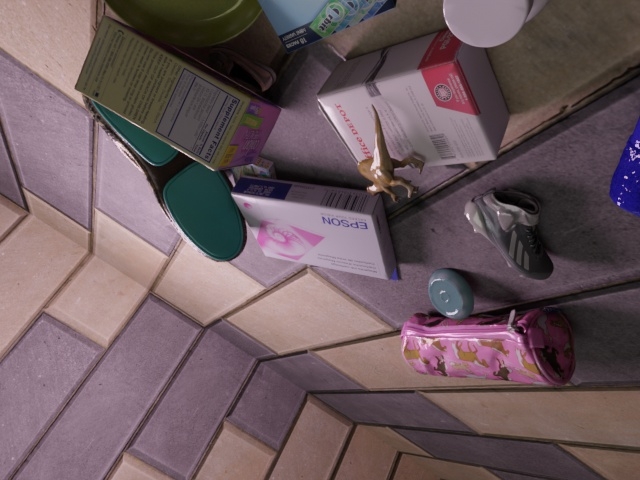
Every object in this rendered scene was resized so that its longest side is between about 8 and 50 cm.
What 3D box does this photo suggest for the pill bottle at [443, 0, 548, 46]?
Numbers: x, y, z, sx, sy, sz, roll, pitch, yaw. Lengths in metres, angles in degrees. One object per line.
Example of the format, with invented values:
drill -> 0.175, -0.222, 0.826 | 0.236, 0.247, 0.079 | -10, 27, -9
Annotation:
pill bottle -> 0.170, -0.253, 0.430 | 0.094, 0.169, 0.094 | 23, 152, 13

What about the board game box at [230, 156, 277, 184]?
board game box -> -0.147, -0.133, 1.079 | 0.103, 0.026, 0.154 | 22, 151, 15

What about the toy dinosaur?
toy dinosaur -> 0.095, -0.101, 0.683 | 0.092, 0.053, 0.183 | 21, 154, 15

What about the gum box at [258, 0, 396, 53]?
gum box -> -0.016, -0.336, 0.563 | 0.157, 0.041, 0.184 | -11, 135, 27

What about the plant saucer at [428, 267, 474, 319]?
plant saucer -> 0.275, 0.119, 1.034 | 0.119, 0.021, 0.119 | 29, 129, 43

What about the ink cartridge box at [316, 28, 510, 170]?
ink cartridge box -> 0.126, -0.184, 0.667 | 0.218, 0.092, 0.158 | -1, 140, 42

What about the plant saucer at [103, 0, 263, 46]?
plant saucer -> -0.179, -0.367, 0.616 | 0.241, 0.037, 0.241 | -5, 145, -4

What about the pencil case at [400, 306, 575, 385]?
pencil case -> 0.354, 0.234, 1.072 | 0.386, 0.160, 0.167 | -18, 93, 55

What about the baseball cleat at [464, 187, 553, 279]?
baseball cleat -> 0.334, -0.008, 0.785 | 0.206, 0.072, 0.109 | 34, 146, -15

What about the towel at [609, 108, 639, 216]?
towel -> 0.453, -0.114, 0.491 | 0.227, 0.076, 0.308 | 14, 148, 26

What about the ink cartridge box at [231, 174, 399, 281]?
ink cartridge box -> 0.000, 0.000, 1.083 | 0.324, 0.071, 0.330 | 9, 146, 24

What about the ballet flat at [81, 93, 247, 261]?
ballet flat -> -0.326, -0.170, 1.064 | 0.483, 0.164, 0.182 | 56, 174, -23

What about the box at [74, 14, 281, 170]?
box -> -0.212, -0.228, 0.776 | 0.243, 0.117, 0.213 | 31, -166, 1

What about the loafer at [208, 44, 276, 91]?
loafer -> -0.137, -0.288, 0.801 | 0.125, 0.039, 0.045 | 25, 153, 8
